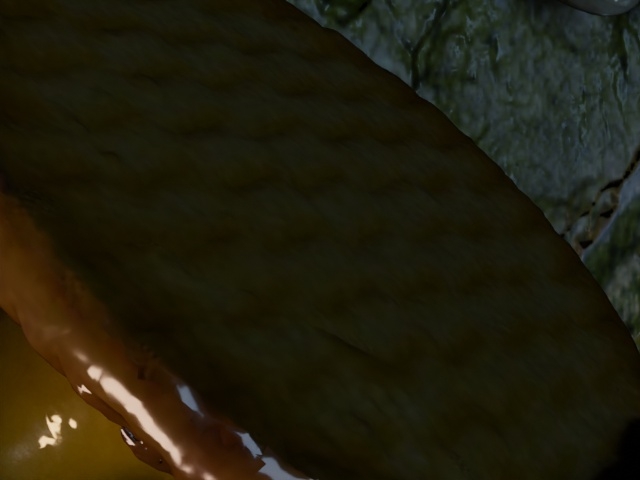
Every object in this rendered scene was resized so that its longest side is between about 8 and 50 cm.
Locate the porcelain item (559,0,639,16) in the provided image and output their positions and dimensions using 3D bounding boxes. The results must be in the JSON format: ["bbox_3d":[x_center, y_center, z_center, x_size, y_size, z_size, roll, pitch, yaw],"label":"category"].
[{"bbox_3d":[0.122,-0.152,0.680,0.213,0.054,0.084,15,88,-34],"label":"porcelain item"}]

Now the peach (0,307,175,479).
[{"bbox_3d":[-0.060,0.084,0.516,0.179,0.179,0.103,58,29,-24],"label":"peach"}]

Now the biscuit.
[{"bbox_3d":[0.000,0.000,0.487,0.318,0.318,0.040,24,119,-34],"label":"biscuit"}]
